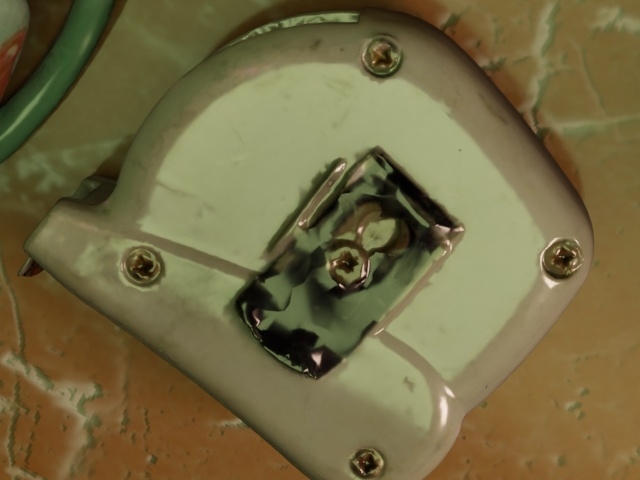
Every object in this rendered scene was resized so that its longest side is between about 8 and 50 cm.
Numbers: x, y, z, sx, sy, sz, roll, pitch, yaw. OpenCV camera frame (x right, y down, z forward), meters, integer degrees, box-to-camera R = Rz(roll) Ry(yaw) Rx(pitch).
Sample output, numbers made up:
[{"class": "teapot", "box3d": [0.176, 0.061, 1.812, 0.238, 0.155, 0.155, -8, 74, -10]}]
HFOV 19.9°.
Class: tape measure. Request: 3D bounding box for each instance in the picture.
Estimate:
[{"class": "tape measure", "box3d": [0.000, 0.000, 1.027, 0.258, 0.130, 0.265, 39, 104, -2]}]

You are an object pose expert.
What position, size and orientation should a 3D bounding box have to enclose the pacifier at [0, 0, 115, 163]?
[{"class": "pacifier", "box3d": [-0.267, -0.147, 0.992, 0.269, 0.288, 0.343, 53, 128, 25]}]
